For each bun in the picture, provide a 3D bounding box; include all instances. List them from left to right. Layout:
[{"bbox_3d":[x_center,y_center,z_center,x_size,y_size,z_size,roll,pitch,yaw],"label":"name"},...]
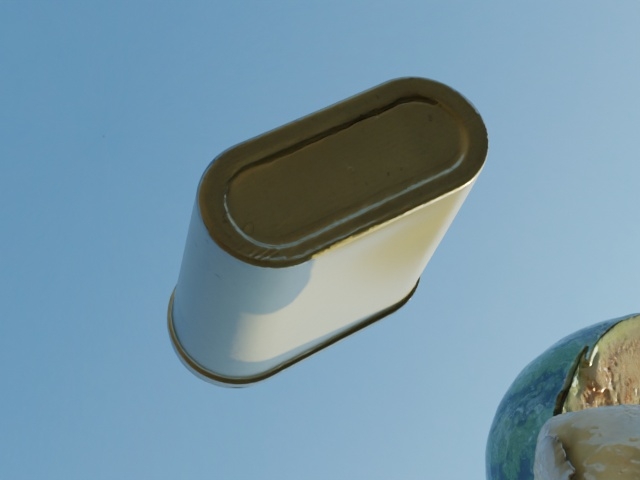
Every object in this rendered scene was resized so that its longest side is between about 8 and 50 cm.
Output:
[{"bbox_3d":[0.232,0.240,0.714,0.142,0.239,0.239,-5,-83,8],"label":"bun"}]

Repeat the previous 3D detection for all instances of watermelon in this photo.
[{"bbox_3d":[0.263,0.223,1.024,0.180,0.224,0.305,24,-123,16],"label":"watermelon"}]

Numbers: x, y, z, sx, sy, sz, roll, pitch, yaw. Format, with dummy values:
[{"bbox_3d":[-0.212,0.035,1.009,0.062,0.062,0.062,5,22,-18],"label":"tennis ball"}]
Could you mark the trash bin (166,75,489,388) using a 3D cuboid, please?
[{"bbox_3d":[0.000,0.000,0.782,0.243,0.247,0.121,-25,-108,-22],"label":"trash bin"}]
